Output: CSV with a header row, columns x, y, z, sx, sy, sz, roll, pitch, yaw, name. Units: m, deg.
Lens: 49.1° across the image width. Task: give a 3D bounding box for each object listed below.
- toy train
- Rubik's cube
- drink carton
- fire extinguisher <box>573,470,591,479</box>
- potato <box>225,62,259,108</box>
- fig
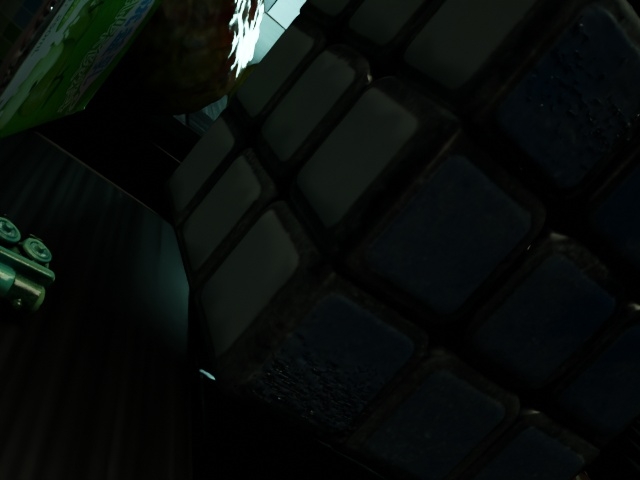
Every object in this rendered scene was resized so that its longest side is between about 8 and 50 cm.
x,y,z,sx,sy,sz,roll,pitch,yaw,name
-0.158,0.003,0.306,0.092,0.029,0.045,35,19,-34,toy train
0.093,-0.019,0.543,0.305,0.301,0.303,36,12,-29,Rubik's cube
-0.203,-0.172,0.492,0.108,0.161,0.271,38,11,-12,drink carton
0.224,0.239,0.657,0.157,0.045,0.078,33,41,-40,fire extinguisher
-0.045,-0.152,1.033,0.186,0.148,0.253,-7,51,-43,potato
-0.241,-0.284,0.763,0.369,0.286,0.286,5,7,9,fig
